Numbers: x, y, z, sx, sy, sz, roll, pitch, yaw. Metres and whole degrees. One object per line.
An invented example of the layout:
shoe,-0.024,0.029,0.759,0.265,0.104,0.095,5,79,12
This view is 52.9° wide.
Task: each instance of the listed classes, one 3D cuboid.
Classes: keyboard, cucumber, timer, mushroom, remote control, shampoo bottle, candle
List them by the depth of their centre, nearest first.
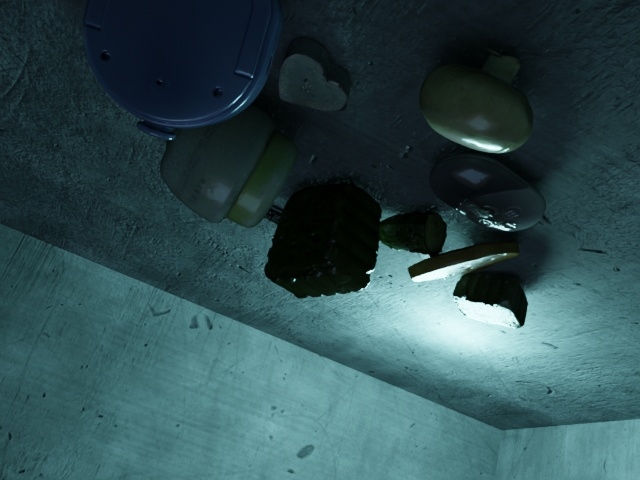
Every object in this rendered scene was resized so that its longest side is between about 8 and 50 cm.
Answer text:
timer,-0.284,-0.393,1.307,0.395,0.395,0.173,19,-168,-3
mushroom,0.331,-0.289,1.323,0.246,0.202,0.246,25,-163,-8
candle,-0.028,-0.374,1.501,0.168,0.068,0.192,-11,141,39
shampoo bottle,-0.244,-0.207,1.675,0.317,0.322,0.322,27,153,-10
remote control,0.435,-0.121,1.677,0.332,0.103,0.221,31,149,-23
cucumber,0.255,-0.027,1.966,0.244,0.134,0.134,6,153,41
keyboard,-0.133,-0.073,2.212,0.230,0.025,0.094,25,151,-15

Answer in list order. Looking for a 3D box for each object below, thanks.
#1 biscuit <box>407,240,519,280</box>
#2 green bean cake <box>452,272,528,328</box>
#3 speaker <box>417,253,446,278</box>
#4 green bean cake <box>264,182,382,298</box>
biscuit,0.445,0.059,1.977,0.344,0.057,0.287,-19,166,31
green bean cake,0.579,0.202,2.205,0.227,0.125,0.222,2,153,33
speaker,0.374,0.067,2.150,0.040,0.046,0.191,0,149,33
green bean cake,0.000,0.000,1.920,0.319,0.335,0.218,-13,143,39
